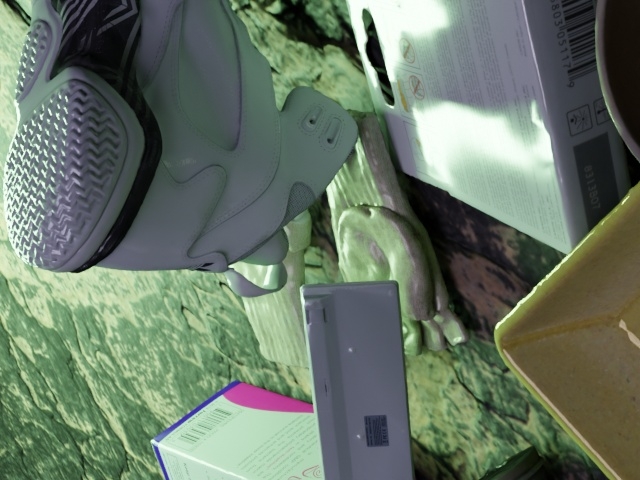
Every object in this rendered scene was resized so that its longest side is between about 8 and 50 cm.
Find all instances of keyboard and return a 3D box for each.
[{"bbox_3d":[0.033,0.144,1.157,0.014,0.072,0.256,-94,-2,-63],"label":"keyboard"}]

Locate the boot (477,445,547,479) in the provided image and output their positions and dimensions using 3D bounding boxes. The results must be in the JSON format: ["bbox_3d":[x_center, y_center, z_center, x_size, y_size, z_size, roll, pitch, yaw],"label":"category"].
[{"bbox_3d":[0.181,0.267,1.146,0.208,0.076,0.190,55,161,15],"label":"boot"}]

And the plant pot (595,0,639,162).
[{"bbox_3d":[0.280,-0.083,0.603,0.284,0.284,0.191,7,158,49],"label":"plant pot"}]

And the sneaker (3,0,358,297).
[{"bbox_3d":[-0.089,-0.138,1.062,0.137,0.210,0.366,-14,65,52],"label":"sneaker"}]

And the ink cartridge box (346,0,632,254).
[{"bbox_3d":[0.100,-0.110,0.975,0.232,0.066,0.189,38,148,61],"label":"ink cartridge box"}]

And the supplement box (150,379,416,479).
[{"bbox_3d":[-0.027,0.214,1.327,0.220,0.111,0.114,11,126,47],"label":"supplement box"}]

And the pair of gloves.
[{"bbox_3d":[0.000,0.000,1.180,0.240,0.042,0.204,-7,108,51],"label":"pair of gloves"}]

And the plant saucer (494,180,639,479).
[{"bbox_3d":[0.294,0.089,0.847,0.333,0.081,0.333,48,145,9],"label":"plant saucer"}]
